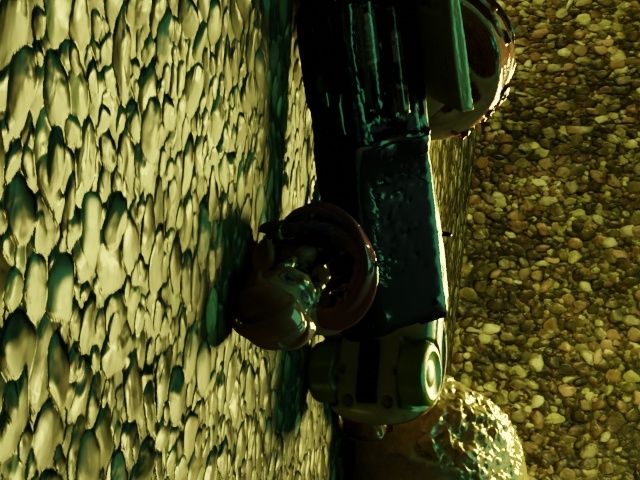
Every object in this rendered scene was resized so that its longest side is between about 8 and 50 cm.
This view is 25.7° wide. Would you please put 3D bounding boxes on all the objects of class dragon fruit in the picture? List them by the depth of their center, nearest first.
[{"bbox_3d":[0.042,0.202,1.850,0.092,0.122,0.192,-36,149,-23],"label":"dragon fruit"}]

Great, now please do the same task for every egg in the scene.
[{"bbox_3d":[0.169,0.340,2.017,0.279,0.279,0.310,-78,152,-42],"label":"egg"}]

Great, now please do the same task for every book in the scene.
[{"bbox_3d":[0.084,-0.262,1.501,0.283,0.025,0.214,-137,-146,-62],"label":"book"}]

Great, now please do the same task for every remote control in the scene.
[{"bbox_3d":[0.064,-0.086,1.467,0.062,0.145,0.398,28,-49,61],"label":"remote control"}]

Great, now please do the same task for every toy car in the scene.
[{"bbox_3d":[0.094,0.114,1.687,0.235,0.145,0.235,0,90,-66],"label":"toy car"}]

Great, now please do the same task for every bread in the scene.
[{"bbox_3d":[0.130,-0.227,1.715,0.142,0.212,0.224,-56,148,-63],"label":"bread"}]

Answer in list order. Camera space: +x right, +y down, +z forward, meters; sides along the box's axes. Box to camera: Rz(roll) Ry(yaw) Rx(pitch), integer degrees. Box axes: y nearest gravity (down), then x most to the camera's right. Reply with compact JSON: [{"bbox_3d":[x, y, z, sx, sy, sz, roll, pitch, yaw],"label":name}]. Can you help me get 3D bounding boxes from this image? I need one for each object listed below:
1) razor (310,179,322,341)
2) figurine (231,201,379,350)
[{"bbox_3d":[0.000,0.000,1.532,0.082,0.042,0.253,52,40,-47],"label":"razor"},{"bbox_3d":[-0.024,0.048,1.269,0.157,0.126,0.114,-49,-168,-35],"label":"figurine"}]
